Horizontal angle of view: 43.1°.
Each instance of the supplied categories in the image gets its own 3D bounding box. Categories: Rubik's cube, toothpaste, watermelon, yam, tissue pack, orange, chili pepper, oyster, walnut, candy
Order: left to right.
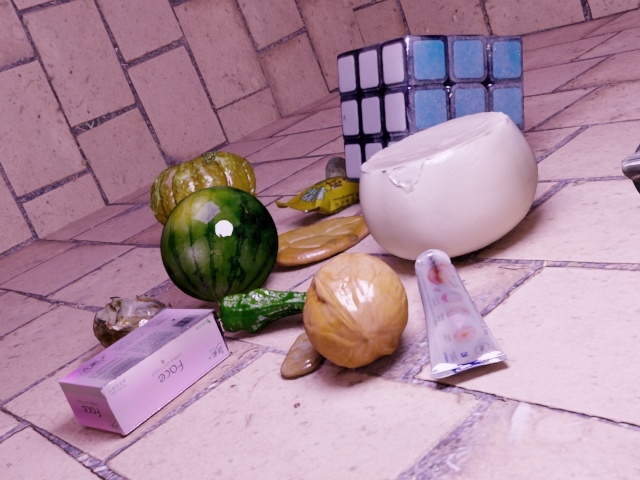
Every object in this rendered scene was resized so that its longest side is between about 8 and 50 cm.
[{"bbox_3d":[-0.357,0.169,1.628,0.166,0.094,0.294,-1,9,6],"label":"oyster"},{"bbox_3d":[-0.291,0.211,1.360,0.148,0.092,0.246,-3,24,45],"label":"tissue pack"},{"bbox_3d":[-0.325,-0.120,2.233,0.301,0.223,0.300,-16,2,18],"label":"orange"},{"bbox_3d":[-0.204,0.010,1.643,0.242,0.242,0.242,-20,16,6],"label":"watermelon"},{"bbox_3d":[-0.083,0.121,1.421,0.257,0.074,0.100,-12,19,28],"label":"chili pepper"},{"bbox_3d":[0.045,-0.185,2.245,0.068,0.068,0.169,-19,16,8],"label":"yam"},{"bbox_3d":[0.044,-0.118,2.019,0.297,0.081,0.187,-17,13,-26],"label":"candy"},{"bbox_3d":[0.051,0.102,1.181,0.159,0.159,0.207,-22,16,0],"label":"walnut"},{"bbox_3d":[0.240,-0.281,1.774,0.305,0.301,0.303,-9,9,-24],"label":"Rubik's cube"},{"bbox_3d":[0.186,0.102,1.171,0.100,0.066,0.323,-15,21,5],"label":"toothpaste"}]

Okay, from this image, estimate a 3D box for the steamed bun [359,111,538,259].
[{"bbox_3d":[0.230,-0.086,1.443,0.324,0.206,0.324,-20,14,5],"label":"steamed bun"}]

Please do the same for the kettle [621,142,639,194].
[{"bbox_3d":[0.579,-0.125,1.159,0.251,0.207,0.271,-39,15,-29],"label":"kettle"}]

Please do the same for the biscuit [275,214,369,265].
[{"bbox_3d":[-0.002,-0.005,1.764,0.260,0.041,0.203,-19,15,-7],"label":"biscuit"}]

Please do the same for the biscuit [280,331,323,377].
[{"bbox_3d":[-0.019,0.172,1.276,0.071,0.018,0.147,-18,18,22],"label":"biscuit"}]
